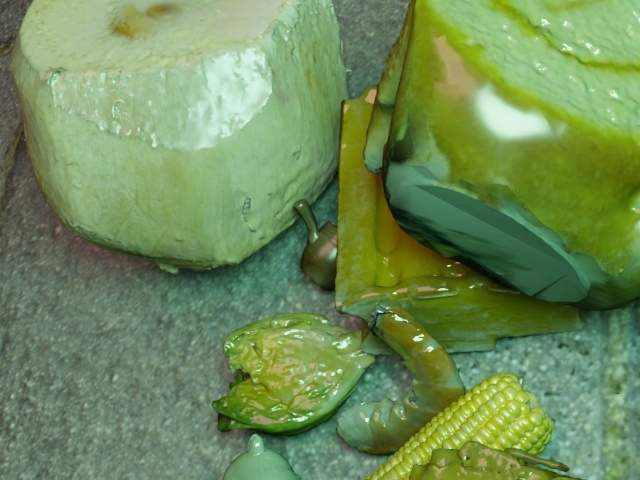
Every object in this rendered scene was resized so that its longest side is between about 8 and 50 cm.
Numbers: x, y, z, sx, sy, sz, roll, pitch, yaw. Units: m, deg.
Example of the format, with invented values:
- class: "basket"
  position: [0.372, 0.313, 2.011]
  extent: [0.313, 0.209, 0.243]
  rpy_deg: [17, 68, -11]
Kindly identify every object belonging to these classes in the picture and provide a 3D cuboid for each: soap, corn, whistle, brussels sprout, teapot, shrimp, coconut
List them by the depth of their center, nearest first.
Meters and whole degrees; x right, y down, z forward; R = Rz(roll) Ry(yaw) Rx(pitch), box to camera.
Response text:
- class: "corn"
  position: [0.110, 0.224, 1.130]
  extent: [0.244, 0.093, 0.093]
  rpy_deg: [-41, 44, 7]
- class: "shrimp"
  position: [0.060, 0.141, 1.184]
  extent: [0.161, 0.166, 0.049]
  rpy_deg: [-14, 26, 31]
- class: "whistle"
  position: [-0.051, 0.300, 1.195]
  extent: [0.092, 0.110, 0.244]
  rpy_deg: [-5, 47, -8]
- class: "soap"
  position: [0.150, -0.035, 1.251]
  extent: [0.259, 0.143, 0.281]
  rpy_deg: [-6, 53, 14]
- class: "brussels sprout"
  position: [-0.030, 0.149, 1.290]
  extent: [0.181, 0.100, 0.139]
  rpy_deg: [-9, 47, -1]
- class: "teapot"
  position: [0.000, 0.000, 1.373]
  extent: [0.080, 0.110, 0.085]
  rpy_deg: [-48, 20, -2]
- class: "coconut"
  position: [-0.162, -0.139, 1.435]
  extent: [0.404, 0.404, 0.404]
  rpy_deg: [-20, 49, 25]

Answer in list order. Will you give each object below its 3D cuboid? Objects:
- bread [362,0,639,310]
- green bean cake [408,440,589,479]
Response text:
- class: "bread"
  position: [0.228, -0.073, 1.048]
  extent: [0.395, 0.239, 0.264]
  rpy_deg: [26, 59, 2]
- class: "green bean cake"
  position: [0.175, 0.291, 0.976]
  extent: [0.229, 0.131, 0.224]
  rpy_deg: [10, 83, 35]
